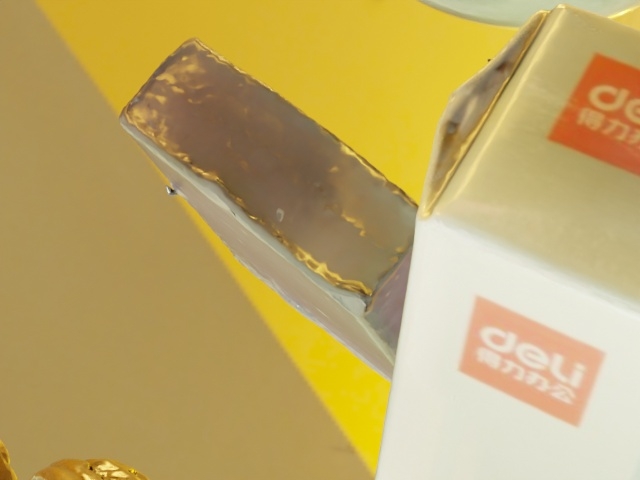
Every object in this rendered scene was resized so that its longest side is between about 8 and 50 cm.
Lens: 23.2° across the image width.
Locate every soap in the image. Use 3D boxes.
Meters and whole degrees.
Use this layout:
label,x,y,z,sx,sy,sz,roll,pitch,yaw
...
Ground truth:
label,x,y,z,sx,sy,sz,roll,pitch,yaw
soap,0.000,0.000,1.296,0.107,0.285,0.296,-48,-27,-6

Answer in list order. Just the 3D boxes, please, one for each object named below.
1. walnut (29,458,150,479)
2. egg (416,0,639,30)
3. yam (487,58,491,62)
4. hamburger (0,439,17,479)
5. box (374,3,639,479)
label,x,y,z,sx,sy,sz,roll,pitch,yaw
walnut,-0.204,0.267,1.371,0.155,0.184,0.155,-13,-66,-31
egg,0.139,-0.308,1.210,0.336,0.278,0.278,8,-92,-30
yam,0.278,-0.052,1.000,0.083,0.371,0.083,9,-90,-89
hamburger,-0.337,0.231,1.053,0.145,0.259,0.283,84,-174,-47
box,0.144,0.059,0.352,0.079,0.269,0.135,-56,-16,-34
